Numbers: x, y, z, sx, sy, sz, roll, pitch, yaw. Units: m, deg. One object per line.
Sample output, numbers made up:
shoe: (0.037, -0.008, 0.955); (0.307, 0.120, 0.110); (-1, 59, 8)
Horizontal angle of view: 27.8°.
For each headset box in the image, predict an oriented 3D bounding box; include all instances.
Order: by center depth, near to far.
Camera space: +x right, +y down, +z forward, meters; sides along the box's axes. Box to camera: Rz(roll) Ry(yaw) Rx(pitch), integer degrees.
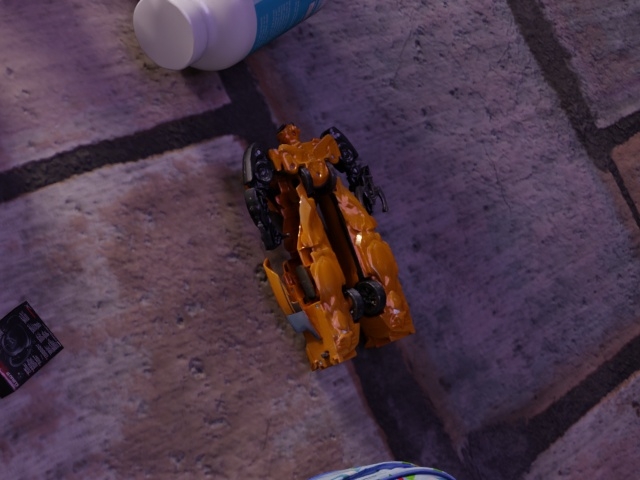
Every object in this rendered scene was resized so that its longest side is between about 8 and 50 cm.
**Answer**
headset box: (-0.304, 0.109, 1.270); (0.062, 0.032, 0.083); (52, 47, -9)

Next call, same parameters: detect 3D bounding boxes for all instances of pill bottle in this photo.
pill bottle: (-0.106, -0.295, 1.553); (0.146, 0.146, 0.264); (55, 45, -7)

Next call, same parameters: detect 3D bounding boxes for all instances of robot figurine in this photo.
robot figurine: (0.000, 0.000, 1.553); (0.211, 0.085, 0.291); (-16, 82, -45)

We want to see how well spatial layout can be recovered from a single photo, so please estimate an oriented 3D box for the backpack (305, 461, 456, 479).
backpack: (0.018, 0.370, 1.308); (0.355, 0.273, 0.290); (-16, 75, -57)
